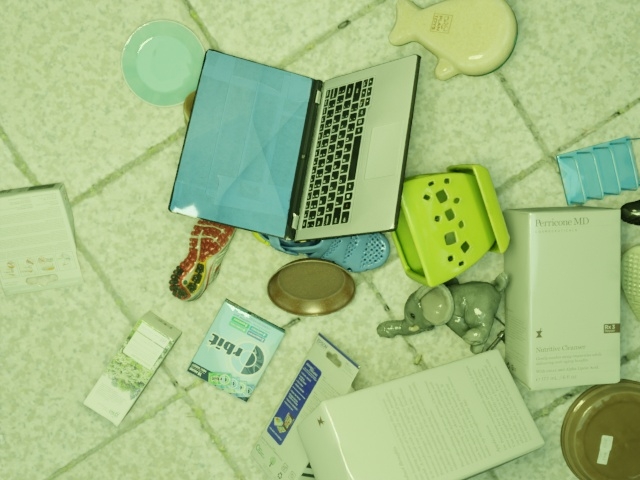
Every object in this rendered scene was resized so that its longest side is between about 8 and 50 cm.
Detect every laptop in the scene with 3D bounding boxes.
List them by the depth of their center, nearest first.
[{"bbox_3d":[-0.050,-0.213,1.490,0.236,0.408,0.382,27,65,-44],"label":"laptop"}]

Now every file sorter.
[{"bbox_3d":[0.634,-0.153,1.648,0.170,0.104,0.118,-15,97,-1],"label":"file sorter"}]

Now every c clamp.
[{"bbox_3d":[0.403,0.268,1.728,0.137,0.022,0.161,35,92,-10],"label":"c clamp"}]

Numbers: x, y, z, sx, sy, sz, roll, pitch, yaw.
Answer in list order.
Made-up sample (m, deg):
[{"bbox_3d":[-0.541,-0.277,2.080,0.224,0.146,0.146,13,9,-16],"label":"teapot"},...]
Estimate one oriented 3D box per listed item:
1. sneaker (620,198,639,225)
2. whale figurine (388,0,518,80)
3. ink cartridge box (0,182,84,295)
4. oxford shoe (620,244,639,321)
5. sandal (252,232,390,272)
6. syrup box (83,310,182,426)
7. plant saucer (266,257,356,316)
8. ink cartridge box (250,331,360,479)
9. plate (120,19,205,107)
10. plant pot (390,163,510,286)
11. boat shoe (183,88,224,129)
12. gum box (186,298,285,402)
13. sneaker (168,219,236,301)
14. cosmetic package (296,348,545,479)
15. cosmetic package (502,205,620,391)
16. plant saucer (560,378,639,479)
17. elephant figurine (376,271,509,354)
[{"bbox_3d":[0.804,-0.108,1.674,0.283,0.107,0.124,-6,81,-5],"label":"sneaker"},{"bbox_3d":[0.290,-0.450,1.611,0.272,0.141,0.216,13,95,22],"label":"whale figurine"},{"bbox_3d":[-0.642,-0.004,1.663,0.189,0.066,0.232,-8,117,-1],"label":"ink cartridge box"},{"bbox_3d":[0.854,0.177,1.685,0.449,0.169,0.130,45,52,2],"label":"oxford shoe"},{"bbox_3d":[0.000,0.000,1.630,0.317,0.138,0.126,11,93,-4],"label":"sandal"},{"bbox_3d":[-0.419,0.285,1.665,0.093,0.096,0.237,34,94,-3],"label":"syrup box"},{"bbox_3d":[-0.020,0.097,1.645,0.198,0.036,0.199,-1,138,-1],"label":"plant saucer"},{"bbox_3d":[-0.020,0.387,1.654,0.065,0.165,0.333,24,98,-41],"label":"ink cartridge box"},{"bbox_3d":[-0.342,-0.387,1.635,0.188,0.024,0.188,0,96,-1],"label":"plate"},{"bbox_3d":[0.266,-0.046,1.593,0.207,0.227,0.228,-19,96,-6],"label":"plant pot"},{"bbox_3d":[-0.211,-0.179,1.623,0.109,0.098,0.302,-29,93,-20],"label":"boat shoe"},{"bbox_3d":[-0.192,0.251,1.696,0.157,0.041,0.184,29,95,-5],"label":"gum box"},{"bbox_3d":[-0.257,0.034,1.658,0.088,0.093,0.225,29,79,15],"label":"sneaker"},{"bbox_3d":[0.208,0.402,1.532,0.453,0.161,0.230,-10,64,-29],"label":"cosmetic package"},{"bbox_3d":[0.530,0.117,1.642,0.217,0.156,0.385,-5,97,-7],"label":"cosmetic package"},{"bbox_3d":[0.705,0.465,1.746,0.277,0.041,0.278,0,97,-1],"label":"plant saucer"},{"bbox_3d":[0.265,0.146,1.653,0.239,0.169,0.186,19,66,12],"label":"elephant figurine"}]
